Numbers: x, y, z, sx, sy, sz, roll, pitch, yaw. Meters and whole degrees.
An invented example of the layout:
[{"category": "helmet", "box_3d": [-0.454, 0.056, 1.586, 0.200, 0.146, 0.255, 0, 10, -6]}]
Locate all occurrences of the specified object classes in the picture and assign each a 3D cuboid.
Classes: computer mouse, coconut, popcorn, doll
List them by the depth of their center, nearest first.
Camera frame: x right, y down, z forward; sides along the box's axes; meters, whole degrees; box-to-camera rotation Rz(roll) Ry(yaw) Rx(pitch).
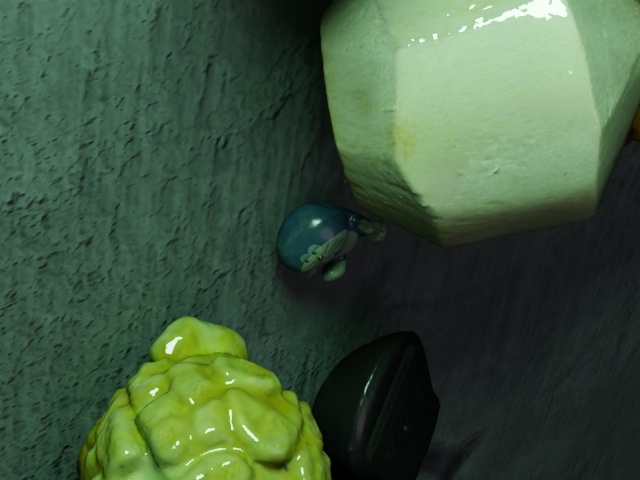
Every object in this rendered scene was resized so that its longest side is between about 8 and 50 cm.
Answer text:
[{"category": "coconut", "box_3d": [0.121, -0.111, 0.985, 0.241, 0.241, 0.241, -34, 143, -30]}, {"category": "popcorn", "box_3d": [-0.086, 0.185, 1.059, 0.181, 0.216, 0.235, -10, 140, -15]}, {"category": "doll", "box_3d": [0.000, 0.000, 1.120, 0.076, 0.050, 0.083, -48, 155, 26]}, {"category": "computer mouse", "box_3d": [0.045, 0.164, 1.303, 0.147, 0.088, 0.264, -62, 153, -23]}]

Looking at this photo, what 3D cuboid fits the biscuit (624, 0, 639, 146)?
[{"category": "biscuit", "box_3d": [0.307, -0.231, 1.077, 0.312, 0.111, 0.318, -58, -169, 42]}]
